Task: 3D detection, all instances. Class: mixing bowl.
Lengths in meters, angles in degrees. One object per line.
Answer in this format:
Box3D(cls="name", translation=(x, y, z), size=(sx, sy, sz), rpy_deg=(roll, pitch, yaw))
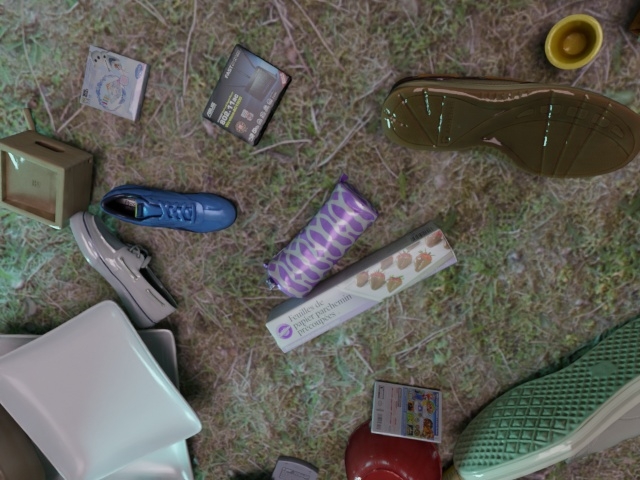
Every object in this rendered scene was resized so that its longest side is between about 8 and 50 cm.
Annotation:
Box3D(cls="mixing bowl", translation=(0.120, 0.417, 0.784), size=(0.181, 0.098, 0.182), rpy_deg=(1, 92, 16))

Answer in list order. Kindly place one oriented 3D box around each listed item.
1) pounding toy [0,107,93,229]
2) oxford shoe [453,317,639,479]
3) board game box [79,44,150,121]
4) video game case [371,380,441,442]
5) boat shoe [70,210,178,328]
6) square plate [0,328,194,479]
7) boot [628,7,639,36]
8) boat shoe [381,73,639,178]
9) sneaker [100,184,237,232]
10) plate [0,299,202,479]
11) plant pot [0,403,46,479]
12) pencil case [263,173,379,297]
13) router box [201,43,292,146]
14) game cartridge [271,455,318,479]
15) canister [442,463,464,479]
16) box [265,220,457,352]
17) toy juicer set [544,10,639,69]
Box3D(cls="pounding toy", translation=(-0.441, -0.116, 0.709), size=(0.141, 0.100, 0.130), rpy_deg=(22, 119, 0))
Box3D(cls="oxford shoe", translation=(0.429, 0.286, 0.729), size=(0.449, 0.169, 0.130), rpy_deg=(-33, 102, 5))
Box3D(cls="board game box", translation=(-0.320, -0.244, 0.698), size=(0.090, 0.020, 0.090), rpy_deg=(19, 104, -2))
Box3D(cls="video game case", translation=(0.154, 0.304, 0.793), size=(0.122, 0.011, 0.087), rpy_deg=(9, 62, 1))
Box3D(cls="boat shoe", translation=(-0.320, 0.040, 0.750), size=(0.075, 0.083, 0.226), rpy_deg=(-26, 114, -1))
Box3D(cls="square plate", translation=(-0.418, 0.316, 0.826), size=(0.347, 0.049, 0.344), rpy_deg=(-2, 106, 0))
Box3D(cls="boot", translation=(0.596, -0.322, 0.600), size=(0.295, 0.104, 0.211), rpy_deg=(21, 110, 3))
Box3D(cls="boat shoe", translation=(0.262, -0.179, 0.633), size=(0.341, 0.123, 0.123), rpy_deg=(9, 130, 10))
Box3D(cls="sneaker", translation=(-0.242, -0.046, 0.715), size=(0.209, 0.082, 0.069), rpy_deg=(8, 103, -1))
Box3D(cls="plate", translation=(-0.381, 0.262, 0.761), size=(0.278, 0.045, 0.277), rpy_deg=(-27, 103, 8))
Box3D(cls="plant pot", translation=(-0.686, 0.442, 0.725), size=(0.323, 0.280, 0.323), rpy_deg=(6, 110, 18))
Box3D(cls="pencil case", translation=(0.000, 0.000, 0.717), size=(0.206, 0.086, 0.088), rpy_deg=(-46, 64, 12))
Box3D(cls="router box", translation=(-0.112, -0.220, 0.684), size=(0.092, 0.038, 0.122), rpy_deg=(30, 104, -4))
Box3D(cls="game cartridge", translation=(-0.049, 0.452, 0.868), size=(0.083, 0.017, 0.056), rpy_deg=(21, 108, -3))
Box3D(cls="canister", translation=(0.265, 0.484, 0.832), size=(0.126, 0.073, 0.170), rpy_deg=(41, 104, -7))
Box3D(cls="box", translation=(0.063, 0.077, 0.740), size=(0.324, 0.067, 0.063), rpy_deg=(-30, 101, 9))
Box3D(cls="toy juicer set", translation=(0.374, -0.402, 0.550), size=(0.209, 0.089, 0.329), rpy_deg=(-7, 105, 34))
